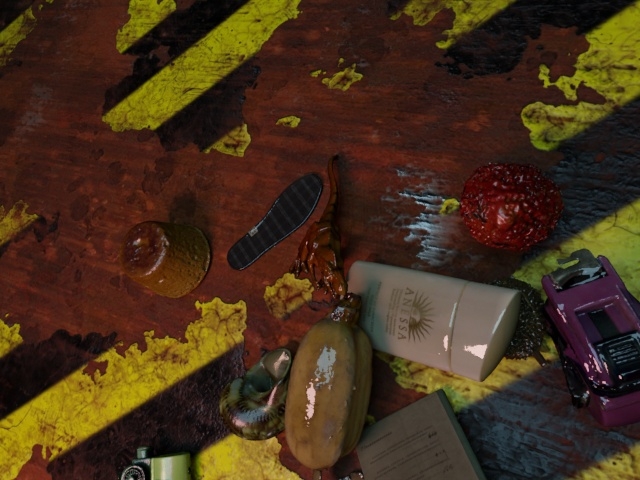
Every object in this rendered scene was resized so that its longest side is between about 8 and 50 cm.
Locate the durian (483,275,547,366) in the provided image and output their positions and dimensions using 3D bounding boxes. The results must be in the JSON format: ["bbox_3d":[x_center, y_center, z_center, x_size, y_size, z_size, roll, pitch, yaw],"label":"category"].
[{"bbox_3d":[0.356,0.151,0.919,0.148,0.091,0.188,-35,67,10],"label":"durian"}]

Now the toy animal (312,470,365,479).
[{"bbox_3d":[0.044,0.549,0.943,0.214,0.094,0.186,33,98,27],"label":"toy animal"}]

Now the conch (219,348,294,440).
[{"bbox_3d":[-0.123,0.332,1.055,0.182,0.124,0.187,-6,44,32],"label":"conch"}]

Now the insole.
[{"bbox_3d":[-0.112,-0.044,1.216,0.309,0.012,0.110,-41,65,7],"label":"insole"}]

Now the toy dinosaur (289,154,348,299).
[{"bbox_3d":[0.000,0.000,1.089,0.097,0.208,0.432,9,38,-13],"label":"toy dinosaur"}]

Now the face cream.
[{"bbox_3d":[0.192,0.146,0.943,0.349,0.081,0.173,10,89,41],"label":"face cream"}]

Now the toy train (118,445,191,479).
[{"bbox_3d":[-0.347,0.582,1.090,0.157,0.105,0.253,-9,73,6],"label":"toy train"}]

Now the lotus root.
[{"bbox_3d":[0.017,0.264,0.949,0.152,0.169,0.342,9,93,33],"label":"lotus root"}]

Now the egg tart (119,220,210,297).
[{"bbox_3d":[-0.395,0.033,1.236,0.203,0.147,0.202,-7,70,20],"label":"egg tart"}]

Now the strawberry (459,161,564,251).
[{"bbox_3d":[0.349,-0.065,0.932,0.184,0.201,0.186,-32,83,31],"label":"strawberry"}]

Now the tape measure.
[{"bbox_3d":[0.448,0.168,0.800,0.149,0.231,0.245,-22,51,10],"label":"tape measure"}]

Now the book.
[{"bbox_3d":[0.179,0.422,0.873,0.215,0.025,0.282,-31,35,11],"label":"book"}]
